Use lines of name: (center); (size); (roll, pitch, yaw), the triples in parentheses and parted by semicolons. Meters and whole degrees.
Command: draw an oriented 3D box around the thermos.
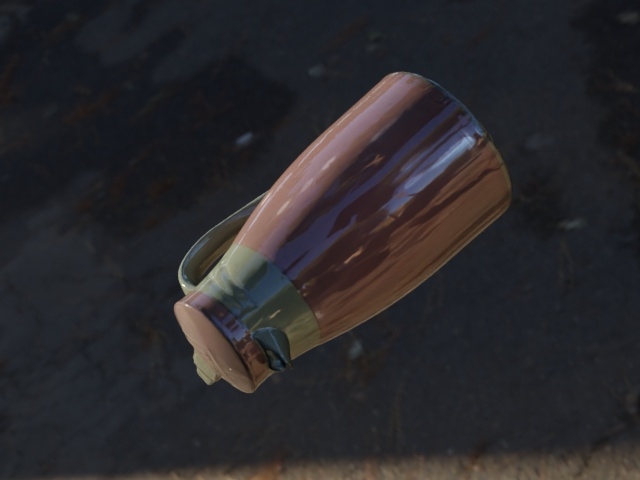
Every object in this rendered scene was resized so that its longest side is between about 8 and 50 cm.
thermos: (0.000, 0.000, 1.139); (0.265, 0.146, 0.176); (-40, 37, -19)
